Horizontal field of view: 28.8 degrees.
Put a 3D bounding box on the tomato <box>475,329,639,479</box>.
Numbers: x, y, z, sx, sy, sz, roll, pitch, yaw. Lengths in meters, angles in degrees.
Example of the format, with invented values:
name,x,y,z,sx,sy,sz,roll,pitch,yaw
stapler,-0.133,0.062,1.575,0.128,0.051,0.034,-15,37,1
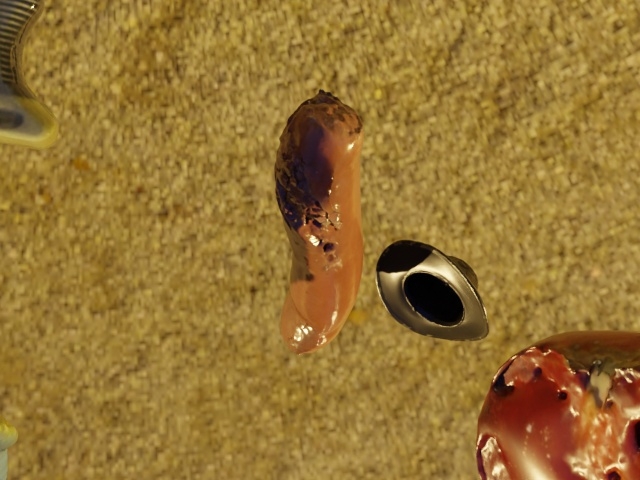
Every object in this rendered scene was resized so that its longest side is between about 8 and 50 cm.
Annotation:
name,x,y,z,sx,sy,sz,roll,pitch,yaw
tomato,0.234,0.157,0.866,0.140,0.233,0.200,-14,107,-38

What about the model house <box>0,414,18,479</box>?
name,x,y,z,sx,sy,sz,roll,pitch,yaw
model house,-0.385,0.167,1.009,0.237,0.215,0.303,34,138,8

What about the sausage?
name,x,y,z,sx,sy,sz,roll,pitch,yaw
sausage,0.000,-0.001,1.025,0.078,0.078,0.304,-6,143,-4

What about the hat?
name,x,y,z,sx,sy,sz,roll,pitch,yaw
hat,0.110,0.041,1.137,0.121,0.050,0.121,23,136,24

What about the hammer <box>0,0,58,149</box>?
name,x,y,z,sx,sy,sz,roll,pitch,yaw
hammer,-0.164,-0.163,0.655,0.159,0.041,0.226,5,86,-4
